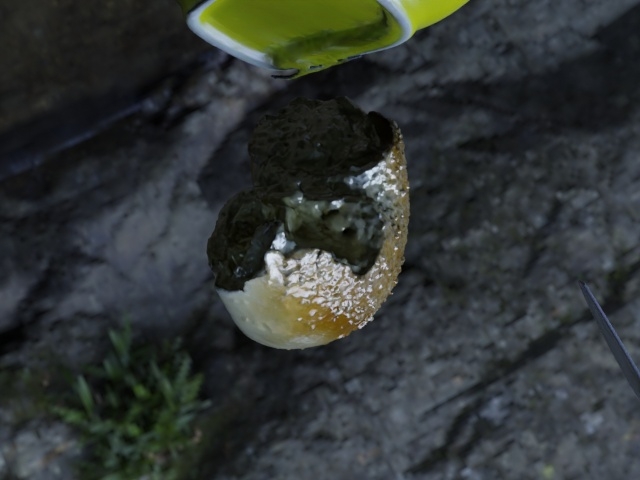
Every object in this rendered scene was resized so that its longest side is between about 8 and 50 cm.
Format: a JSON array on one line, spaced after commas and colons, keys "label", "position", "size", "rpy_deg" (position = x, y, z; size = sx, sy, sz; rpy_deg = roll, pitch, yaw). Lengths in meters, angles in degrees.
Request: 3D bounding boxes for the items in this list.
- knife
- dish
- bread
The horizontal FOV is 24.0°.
[{"label": "knife", "position": [0.319, 0.146, 1.506], "size": [0.032, 0.244, 0.058], "rpy_deg": [-28, 153, -2]}, {"label": "dish", "position": [-0.013, -0.175, 0.909], "size": [0.221, 0.108, 0.262], "rpy_deg": [27, 154, -34]}, {"label": "bread", "position": [0.000, 0.005, 1.474], "size": [0.171, 0.314, 0.192], "rpy_deg": [-1, 120, 15]}]
